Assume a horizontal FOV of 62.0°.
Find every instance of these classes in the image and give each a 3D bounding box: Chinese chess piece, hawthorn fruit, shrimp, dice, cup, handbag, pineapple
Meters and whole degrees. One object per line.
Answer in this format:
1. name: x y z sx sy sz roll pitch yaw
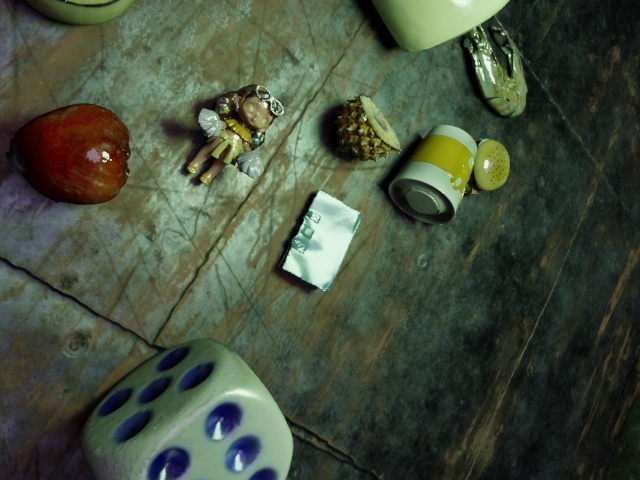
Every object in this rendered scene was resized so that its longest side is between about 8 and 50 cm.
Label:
1. Chinese chess piece: -0.442 -0.517 0.951 0.249 0.103 0.250 -1 93 -32
2. hawthorn fruit: -0.441 -0.147 0.938 0.202 0.185 0.185 -4 95 -17
3. shrimp: 0.532 -0.532 1.598 0.360 0.085 0.247 46 60 -30
4. dice: -0.251 0.384 1.007 0.304 0.304 0.277 -33 109 -27
5. cup: 0.317 -0.160 1.430 0.226 0.185 0.241 -59 139 -22
6. handbag: 0.000 0.000 1.297 0.144 0.057 0.221 33 75 -25
7. pineapple: 0.092 -0.253 1.302 0.176 0.136 0.162 29 38 -43

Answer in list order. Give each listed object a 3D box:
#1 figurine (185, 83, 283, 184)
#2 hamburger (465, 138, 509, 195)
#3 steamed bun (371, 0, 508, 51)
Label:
1. figurine: -0.183 -0.225 1.128 0.174 0.115 0.240 42 77 -25
2. hamburger: 0.468 -0.214 1.535 0.175 0.136 0.176 -3 95 -36
3. steamed bun: 0.327 -0.706 1.324 0.456 0.289 0.371 -47 116 -21
